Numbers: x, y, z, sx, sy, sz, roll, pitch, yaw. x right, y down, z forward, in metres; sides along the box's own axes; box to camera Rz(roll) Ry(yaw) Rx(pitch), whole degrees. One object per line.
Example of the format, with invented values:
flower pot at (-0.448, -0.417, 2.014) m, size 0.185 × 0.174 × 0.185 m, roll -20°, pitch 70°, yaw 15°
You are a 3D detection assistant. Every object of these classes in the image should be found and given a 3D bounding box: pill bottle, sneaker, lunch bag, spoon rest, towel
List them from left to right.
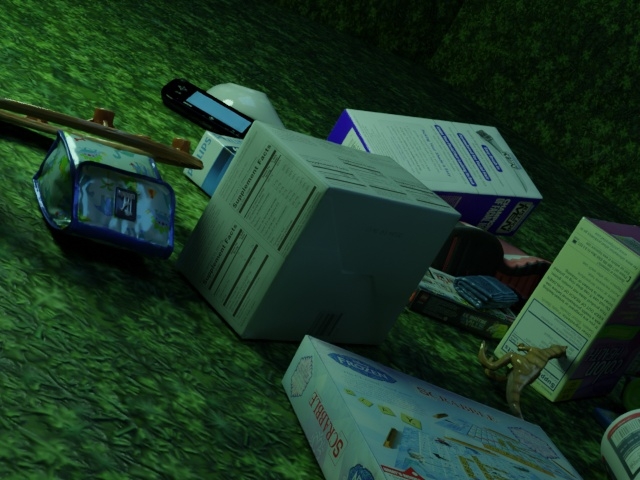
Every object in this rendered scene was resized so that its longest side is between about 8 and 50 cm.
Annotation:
lunch bag at (-0.238, -0.043, 1.291) m, size 0.128 × 0.096 × 0.151 m, roll 16°, pitch 30°, yaw -34°
spoon rest at (-0.083, -0.221, 2.110) m, size 0.276 × 0.084 × 0.137 m, roll 16°, pitch 7°, yaw -4°
sneaker at (0.251, 0.037, 1.905) m, size 0.313 × 0.116 × 0.136 m, roll 22°, pitch 6°, yaw -43°
towel at (0.251, 0.076, 1.748) m, size 0.067 × 0.029 × 0.119 m, roll 38°, pitch 19°, yaw 27°
pill bottle at (0.414, 0.292, 1.393) m, size 0.108 × 0.108 × 0.180 m, roll 26°, pitch 18°, yaw -14°

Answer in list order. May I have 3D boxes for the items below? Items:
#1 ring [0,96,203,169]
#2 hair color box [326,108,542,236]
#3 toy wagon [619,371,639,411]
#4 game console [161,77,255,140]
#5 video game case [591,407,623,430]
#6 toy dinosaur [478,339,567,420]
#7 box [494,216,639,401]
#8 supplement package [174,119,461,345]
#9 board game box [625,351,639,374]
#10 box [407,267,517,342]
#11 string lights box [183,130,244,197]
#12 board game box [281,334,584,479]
ring at (-0.297, -0.141, 1.355) m, size 0.336 × 0.032 × 0.336 m, roll 14°, pitch -1°, yaw 0°
hair color box at (0.188, -0.110, 1.938) m, size 0.338 × 0.110 × 0.185 m, roll 2°, pitch 46°, yaw -34°
toy wagon at (0.610, 0.273, 1.666) m, size 0.267 × 0.068 × 0.344 m, roll 24°, pitch -6°, yaw -43°
game console at (-0.110, -0.170, 1.956) m, size 0.361 × 0.044 × 0.213 m, roll 30°, pitch 16°, yaw 0°
video game case at (0.469, 0.300, 1.624) m, size 0.119 × 0.015 × 0.166 m, roll 19°, pitch 20°, yaw -35°
toy dinosaur at (0.263, 0.175, 1.520) m, size 0.112 × 0.064 × 0.211 m, roll 9°, pitch 30°, yaw 30°
box at (0.404, 0.102, 1.687) m, size 0.117 × 0.243 × 0.213 m, roll 41°, pitch 19°, yaw 30°
supplement package at (0.000, 0.000, 1.366) m, size 0.261 × 0.204 × 0.145 m, roll 10°, pitch 27°, yaw -50°
board game box at (0.558, 0.181, 1.964) m, size 0.154 × 0.103 × 0.026 m, roll 12°, pitch 25°, yaw -46°
box at (0.203, 0.091, 1.740) m, size 0.207 × 0.036 × 0.114 m, roll 22°, pitch 19°, yaw -27°
string lights box at (-0.059, -0.052, 1.641) m, size 0.259 × 0.077 × 0.133 m, roll 40°, pitch 19°, yaw 29°
board game box at (0.142, 0.236, 1.127) m, size 0.318 × 0.066 × 0.318 m, roll 24°, pitch 13°, yaw -21°
